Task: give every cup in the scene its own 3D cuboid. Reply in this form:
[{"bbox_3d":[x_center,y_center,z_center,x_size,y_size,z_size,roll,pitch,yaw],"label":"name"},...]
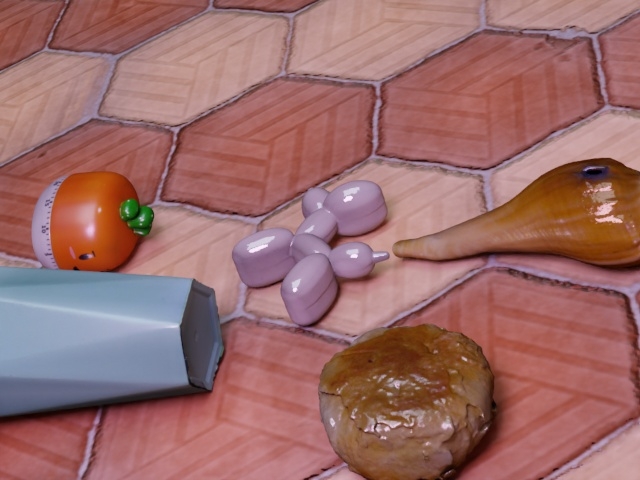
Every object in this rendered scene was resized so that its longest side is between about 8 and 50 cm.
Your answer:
[{"bbox_3d":[-0.218,0.090,1.300,0.235,0.134,0.148,-3,20,18],"label":"cup"}]

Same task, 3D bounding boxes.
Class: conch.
[{"bbox_3d":[0.213,-0.025,1.270,0.330,0.093,0.109,-3,46,25],"label":"conch"}]

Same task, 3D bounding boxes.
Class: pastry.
[{"bbox_3d":[0.070,0.129,1.147,0.153,0.081,0.153,-14,31,9],"label":"pastry"}]

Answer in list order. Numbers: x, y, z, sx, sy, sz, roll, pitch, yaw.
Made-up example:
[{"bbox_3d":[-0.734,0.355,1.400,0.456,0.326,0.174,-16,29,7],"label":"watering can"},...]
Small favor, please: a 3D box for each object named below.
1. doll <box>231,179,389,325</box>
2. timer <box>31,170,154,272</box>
[{"bbox_3d":[0.000,0.000,1.375,0.160,0.059,0.161,-33,36,-17],"label":"doll"},{"bbox_3d":[-0.233,-0.018,1.492,0.136,0.099,0.136,-6,48,7],"label":"timer"}]
